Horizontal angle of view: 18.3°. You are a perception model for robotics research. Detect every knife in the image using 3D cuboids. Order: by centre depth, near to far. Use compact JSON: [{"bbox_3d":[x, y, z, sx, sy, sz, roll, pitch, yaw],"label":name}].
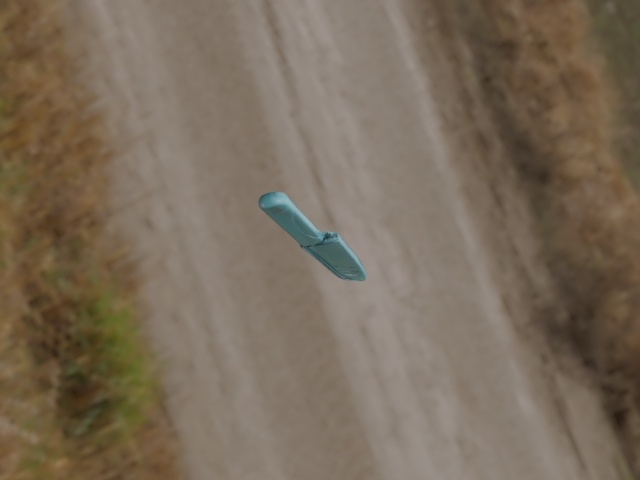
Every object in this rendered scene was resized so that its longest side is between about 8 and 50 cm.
[{"bbox_3d":[0.000,0.000,0.659,0.091,0.014,0.005,44,36,-65],"label":"knife"}]
